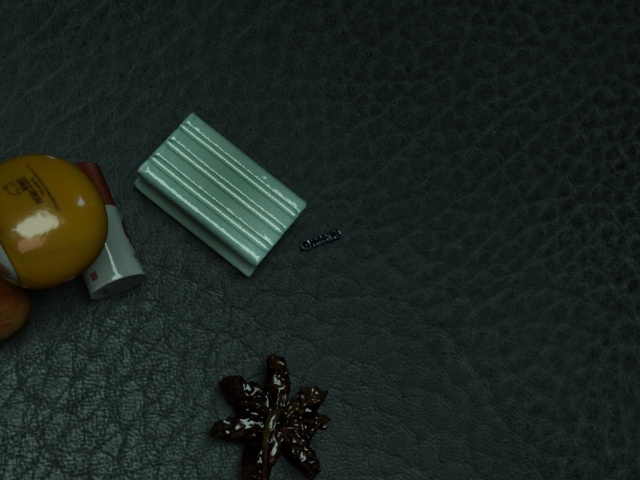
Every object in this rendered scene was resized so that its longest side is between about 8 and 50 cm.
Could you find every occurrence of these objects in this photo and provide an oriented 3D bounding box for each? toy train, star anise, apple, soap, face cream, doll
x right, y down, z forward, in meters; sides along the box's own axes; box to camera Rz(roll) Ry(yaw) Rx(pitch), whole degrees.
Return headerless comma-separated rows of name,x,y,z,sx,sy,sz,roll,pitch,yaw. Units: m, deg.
toy train,0.000,0.000,1.664,0.083,0.017,0.017,-20,75,-24
star anise,-0.072,0.295,1.473,0.190,0.126,0.220,-32,79,-29
apple,-0.514,0.100,1.407,0.126,0.126,0.102,47,62,4
soap,-0.177,-0.080,1.600,0.265,0.087,0.160,38,63,-1
face cream,-0.376,-0.017,1.510,0.096,0.096,0.214,-19,76,-23
doll,-0.430,-0.014,1.393,0.213,0.236,0.213,4,60,-7
